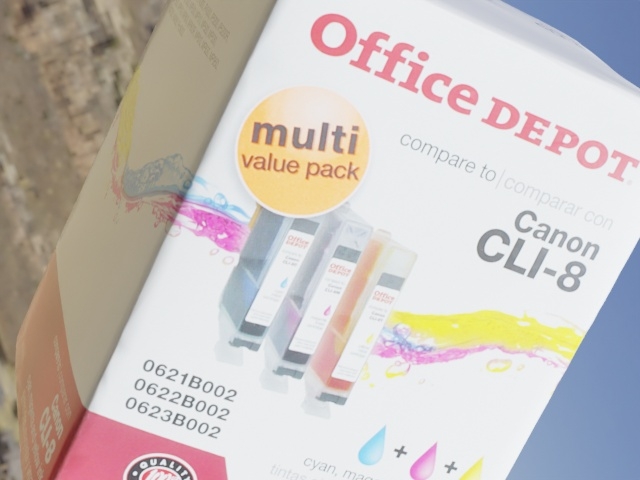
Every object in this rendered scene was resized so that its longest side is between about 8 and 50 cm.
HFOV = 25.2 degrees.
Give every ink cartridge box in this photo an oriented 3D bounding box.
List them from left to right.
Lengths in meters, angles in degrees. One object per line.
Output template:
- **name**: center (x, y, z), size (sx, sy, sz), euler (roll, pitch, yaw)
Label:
- **ink cartridge box**: center (0.000, 0.000, 0.437), size (0.176, 0.128, 0.127), euler (-64, -160, 14)
